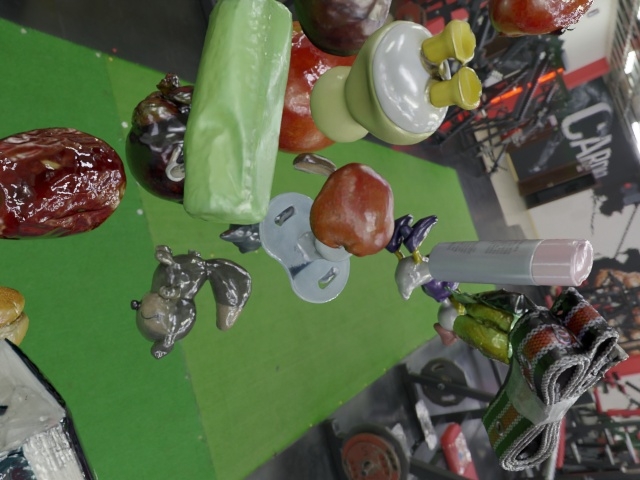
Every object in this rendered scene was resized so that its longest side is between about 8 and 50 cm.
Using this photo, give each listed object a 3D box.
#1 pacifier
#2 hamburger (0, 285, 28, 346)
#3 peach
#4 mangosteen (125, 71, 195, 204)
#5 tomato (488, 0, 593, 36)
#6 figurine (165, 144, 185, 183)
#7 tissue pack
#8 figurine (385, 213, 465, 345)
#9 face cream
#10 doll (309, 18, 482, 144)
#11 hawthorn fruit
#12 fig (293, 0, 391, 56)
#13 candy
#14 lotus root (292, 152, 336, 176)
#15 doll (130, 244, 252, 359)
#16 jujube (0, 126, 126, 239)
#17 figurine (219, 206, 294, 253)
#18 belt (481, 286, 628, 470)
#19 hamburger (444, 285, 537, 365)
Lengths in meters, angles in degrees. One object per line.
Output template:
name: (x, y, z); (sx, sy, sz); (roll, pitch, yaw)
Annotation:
pacifier: (0.000, 0.000, 1.100); (0.227, 0.207, 0.278); (-42, 104, -33)
hamburger: (-0.890, 0.214, 1.175); (0.314, 0.290, 0.170); (-135, -134, -75)
peach: (-0.042, -0.407, 1.284); (0.372, 0.373, 0.290); (59, -4, -17)
mangosteen: (-0.480, -0.335, 1.670); (0.381, 0.382, 0.420); (12, 67, -57)
tomato: (0.353, -0.407, 0.763); (0.167, 0.168, 0.167); (38, 42, -43)
figurine: (-0.325, -0.146, 1.316); (0.222, 0.146, 0.145); (46, 36, -41)
tissue pack: (-0.506, 0.400, 0.751); (0.253, 0.264, 0.415); (-28, 133, -42)
figurine: (0.309, 0.121, 1.305); (0.420, 0.154, 0.193); (48, 64, -20)
face cream: (0.245, 0.029, 0.638); (0.084, 0.199, 0.057); (-28, 109, -40)
doll: (0.074, -0.190, 0.617); (0.117, 0.296, 0.141); (-21, 105, -21)
hawthorn fruit: (0.055, -0.048, 0.738); (0.133, 0.133, 0.137); (3, 103, -59)
fig: (0.037, -0.471, 0.915); (0.235, 0.215, 0.234); (168, -90, -78)
candy: (-0.125, -0.194, 0.715); (0.142, 0.132, 0.342); (8, 82, -11)
lotus root: (-0.009, -0.138, 0.846); (0.083, 0.037, 0.030); (8, 66, -36)
doll: (-0.442, 0.229, 1.636); (0.252, 0.380, 0.381); (-154, -104, -82)
jujube: (-0.509, -0.102, 0.896); (0.222, 0.223, 0.318); (64, 13, -8)
figurine: (-0.161, -0.047, 1.468); (0.193, 0.266, 0.139); (86, -2, -75)
belt: (0.316, 0.224, 0.701); (0.094, 0.126, 0.359); (-115, -161, -46)
hamburger: (0.334, 0.167, 0.915); (0.235, 0.214, 0.125); (28, 79, -12)
